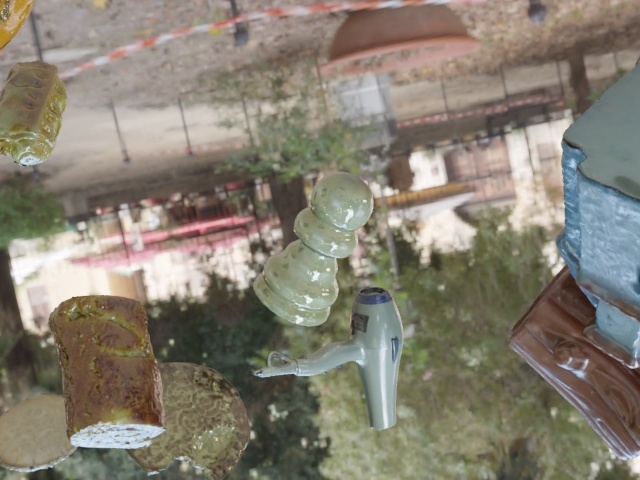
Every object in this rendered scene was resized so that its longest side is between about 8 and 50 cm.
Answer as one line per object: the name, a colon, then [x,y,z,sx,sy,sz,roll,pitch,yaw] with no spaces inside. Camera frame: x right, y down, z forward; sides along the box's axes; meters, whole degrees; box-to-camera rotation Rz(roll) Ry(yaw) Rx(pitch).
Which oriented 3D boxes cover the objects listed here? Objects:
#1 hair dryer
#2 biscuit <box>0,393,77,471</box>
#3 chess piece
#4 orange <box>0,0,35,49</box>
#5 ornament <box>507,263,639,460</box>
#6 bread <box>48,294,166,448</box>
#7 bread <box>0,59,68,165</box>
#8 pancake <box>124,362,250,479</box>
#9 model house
hair dryer: [0.024,0.163,1.065,0.199,0.167,0.067,-31,-156,-32]
biscuit: [-0.429,0.289,1.440,0.152,0.020,0.152,-1,-143,1]
chess piece: [0.000,0.000,1.584,0.144,0.251,0.144,23,-158,-10]
orange: [-0.578,-0.409,1.420,0.312,0.312,0.312,-12,-175,1]
ornament: [0.371,0.139,1.217,0.221,0.217,0.235,-32,158,-47]
bread: [-0.253,0.157,1.142,0.103,0.172,0.132,-34,149,33]
bread: [-0.563,-0.255,1.856,0.128,0.232,0.088,21,141,-24]
pancake: [-0.225,0.299,1.576,0.235,0.212,0.029,19,142,-18]
model house: [0.408,0.010,1.001,0.295,0.329,0.252,31,-123,34]
